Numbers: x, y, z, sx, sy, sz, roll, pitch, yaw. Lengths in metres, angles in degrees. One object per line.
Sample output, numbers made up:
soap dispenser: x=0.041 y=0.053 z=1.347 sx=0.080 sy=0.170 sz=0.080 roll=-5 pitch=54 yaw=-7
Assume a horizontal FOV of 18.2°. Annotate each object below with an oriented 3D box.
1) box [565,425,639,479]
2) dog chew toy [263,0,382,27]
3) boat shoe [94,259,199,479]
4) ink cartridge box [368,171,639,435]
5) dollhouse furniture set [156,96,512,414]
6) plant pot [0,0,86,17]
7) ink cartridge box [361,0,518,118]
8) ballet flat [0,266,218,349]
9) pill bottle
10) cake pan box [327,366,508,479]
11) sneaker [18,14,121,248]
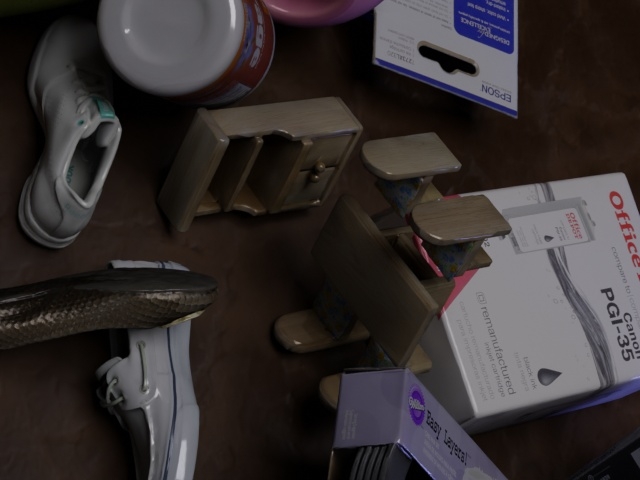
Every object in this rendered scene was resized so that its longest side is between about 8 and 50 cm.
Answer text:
box: x=0.326 y=0.238 z=1.769 sx=0.142 sy=0.247 sz=0.163 roll=-22 pitch=75 yaw=-40
dog chew toy: x=-0.001 y=-0.357 z=1.847 sx=0.206 sy=0.206 sz=0.332 roll=27 pitch=49 yaw=-23
boat shoe: x=-0.147 y=0.118 z=1.618 sx=0.076 sy=0.083 sz=0.226 roll=10 pitch=53 yaw=-20
ink cartridge box: x=0.182 y=0.058 z=1.841 sx=0.283 sy=0.117 sz=0.207 roll=-9 pitch=76 yaw=-37
dollhouse furniture set: x=0.000 y=0.000 z=1.686 sx=0.161 sy=0.212 sz=0.242 roll=-10 pitch=50 yaw=-39
plant pot: x=-0.226 y=-0.300 z=1.642 sx=0.293 sy=0.275 sz=0.275 roll=1 pitch=69 yaw=-52
ink cartridge box: x=0.113 y=-0.298 z=1.982 sx=0.176 sy=0.069 sz=0.371 roll=18 pitch=59 yaw=-29
ballet flat: x=-0.202 y=0.061 z=1.569 sx=0.250 sy=0.084 sz=0.058 roll=-7 pitch=101 yaw=-17
pill bottle: x=-0.105 y=-0.173 z=1.677 sx=0.121 sy=0.121 sz=0.216 roll=64 pitch=8 yaw=4
cake pan box: x=0.076 y=0.262 z=1.634 sx=0.267 sy=0.070 sz=0.245 roll=50 pitch=39 yaw=-50
sneaker: x=-0.195 y=-0.102 z=1.658 sx=0.080 sy=0.094 sz=0.212 roll=15 pitch=62 yaw=-28
